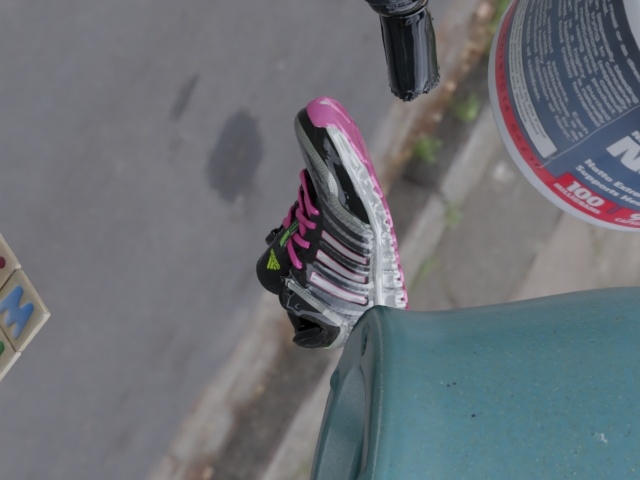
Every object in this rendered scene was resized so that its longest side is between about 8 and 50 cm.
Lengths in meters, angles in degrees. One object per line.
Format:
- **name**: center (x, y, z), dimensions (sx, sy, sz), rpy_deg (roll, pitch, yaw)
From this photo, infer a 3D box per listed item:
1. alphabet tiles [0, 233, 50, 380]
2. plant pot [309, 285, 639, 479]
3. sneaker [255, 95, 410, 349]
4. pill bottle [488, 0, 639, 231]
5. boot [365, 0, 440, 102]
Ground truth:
- **alphabet tiles**: center (-0.293, 0.022, 1.360), dimensions (0.009, 0.237, 0.198), rpy_deg (-8, 146, -50)
- **plant pot**: center (0.125, 0.140, 0.856), dimensions (0.271, 0.255, 0.272), rpy_deg (-170, -90, -84)
- **sneaker**: center (0.000, 0.000, 1.031), dimensions (0.074, 0.063, 0.170), rpy_deg (-15, 136, -1)
- **pill bottle**: center (0.134, -0.072, 0.638), dimensions (0.108, 0.108, 0.180), rpy_deg (-56, -174, -20)
- **boot**: center (0.054, -0.138, 1.281), dimensions (0.121, 0.045, 0.099), rpy_deg (-75, 162, -63)
